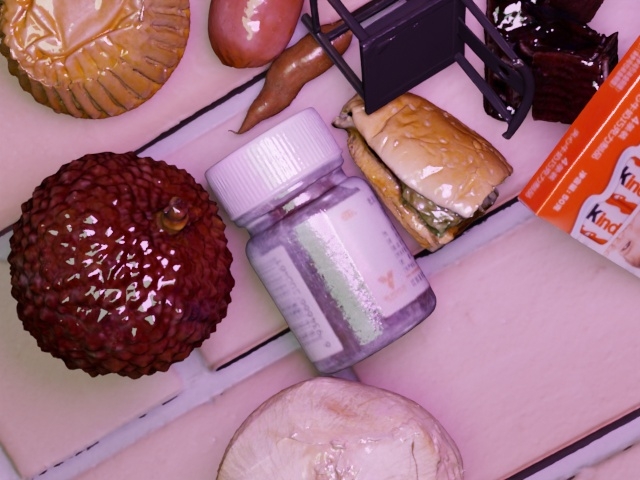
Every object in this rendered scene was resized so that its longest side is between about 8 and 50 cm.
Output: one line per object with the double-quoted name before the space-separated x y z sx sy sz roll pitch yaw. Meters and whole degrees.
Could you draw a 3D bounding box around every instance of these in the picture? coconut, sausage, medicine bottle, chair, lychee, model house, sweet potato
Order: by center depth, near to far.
"chair" 0.098 -0.214 1.739 0.141 0.154 0.260 -32 66 -10
"model house" 0.253 -0.222 1.764 0.141 0.164 0.203 -9 106 -6
"lychee" -0.219 0.025 1.814 0.264 0.264 0.300 54 138 -1
"coconut" 0.019 0.299 1.828 0.297 0.254 0.297 1 97 6
"sausage" -0.060 -0.319 1.832 0.113 0.113 0.259 16 100 6
"medicine bottle" 0.000 0.000 1.838 0.165 0.165 0.273 -30 91 11
"sweet potato" -0.036 -0.190 1.877 0.056 0.056 0.195 46 106 1

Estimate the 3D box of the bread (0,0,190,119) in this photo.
"bread" -0.268 -0.252 1.857 0.240 0.139 0.240 2 99 11

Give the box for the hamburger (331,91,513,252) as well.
"hamburger" 0.111 -0.101 1.822 0.135 0.155 0.208 -41 82 7

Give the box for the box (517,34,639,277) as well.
"box" 0.385 -0.092 1.754 0.265 0.048 0.273 27 103 -37
